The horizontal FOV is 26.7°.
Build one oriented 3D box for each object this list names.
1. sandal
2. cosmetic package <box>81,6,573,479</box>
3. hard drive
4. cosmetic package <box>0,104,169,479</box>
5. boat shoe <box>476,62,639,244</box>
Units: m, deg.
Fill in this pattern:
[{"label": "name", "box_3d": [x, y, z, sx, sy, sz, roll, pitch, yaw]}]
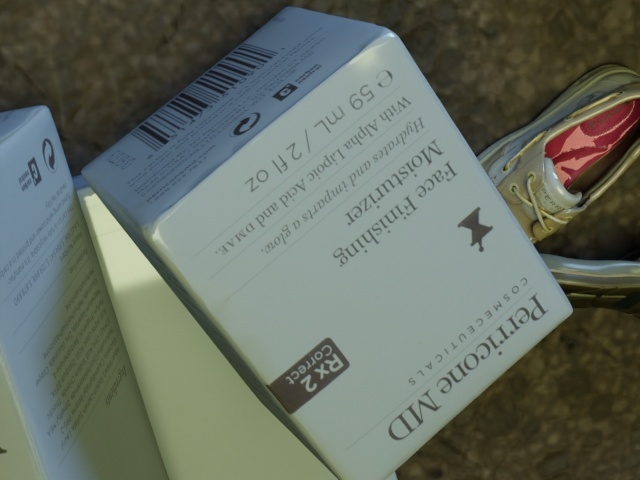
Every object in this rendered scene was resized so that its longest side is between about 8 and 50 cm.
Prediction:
[{"label": "sandal", "box_3d": [0.203, 0.019, 0.842, 0.180, 0.072, 0.049, 8, 70, -16]}, {"label": "cosmetic package", "box_3d": [0.000, 0.000, 0.700, 0.151, 0.151, 0.184, -40, 114, -8]}, {"label": "hard drive", "box_3d": [-0.071, 0.098, 0.820, 0.203, 0.040, 0.308, -17, 109, -5]}, {"label": "cosmetic package", "box_3d": [-0.204, 0.144, 0.722, 0.217, 0.156, 0.385, -12, 108, 12]}, {"label": "boat shoe", "box_3d": [0.135, -0.038, 0.808, 0.063, 0.059, 0.170, 42, 95, -20]}]
